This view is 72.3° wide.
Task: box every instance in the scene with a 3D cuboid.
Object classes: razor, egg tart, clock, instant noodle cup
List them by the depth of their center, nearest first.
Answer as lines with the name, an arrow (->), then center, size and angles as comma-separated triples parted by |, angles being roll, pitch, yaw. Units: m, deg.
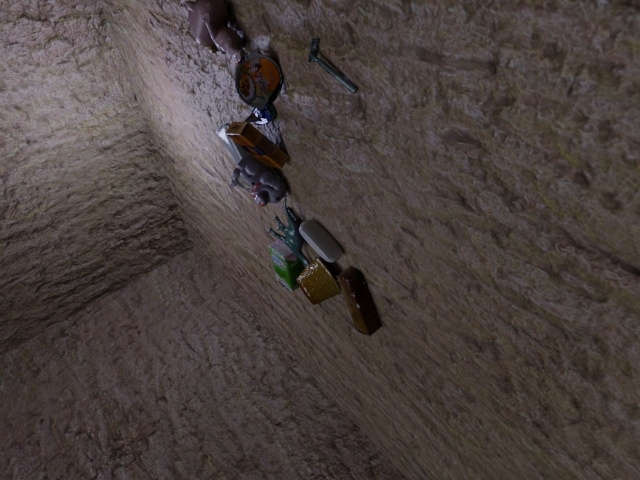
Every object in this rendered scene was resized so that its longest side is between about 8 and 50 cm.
razor -> 0.034, -0.513, 1.322 | 0.211, 0.035, 0.084 | 50, 156, 17
instant noodle cup -> -0.239, -0.589, 1.595 | 0.125, 0.177, 0.208 | -130, 40, -51
clock -> -0.267, -0.260, 1.991 | 0.254, 0.189, 0.189 | 40, 154, -2
egg tart -> -0.008, 0.193, 2.049 | 0.215, 0.170, 0.215 | 54, 170, 14

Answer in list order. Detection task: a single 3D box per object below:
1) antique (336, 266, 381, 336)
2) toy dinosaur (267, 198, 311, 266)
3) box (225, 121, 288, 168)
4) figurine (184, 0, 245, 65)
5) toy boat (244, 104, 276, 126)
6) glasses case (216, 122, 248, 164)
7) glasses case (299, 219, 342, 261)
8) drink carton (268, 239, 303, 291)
antique -> 0.169, 0.266, 1.916 | 0.093, 0.087, 0.310 | 13, 130, 54
toy dinosaur -> -0.085, 0.006, 2.091 | 0.331, 0.129, 0.383 | 42, 152, 7
box -> -0.264, -0.398, 1.829 | 0.237, 0.070, 0.152 | 38, 169, -36
figurine -> -0.387, -0.768, 1.643 | 0.287, 0.176, 0.186 | 47, 131, -10
toy boat -> -0.264, -0.503, 1.782 | 0.175, 0.110, 0.091 | 7, 122, 60
glasses case -> -0.386, -0.428, 2.123 | 0.128, 0.083, 0.308 | -18, 103, 58
glasses case -> 0.000, 0.000, 1.908 | 0.233, 0.092, 0.059 | 46, 151, 20
drink carton -> -0.176, 0.138, 2.362 | 0.161, 0.108, 0.271 | 34, 147, 40
